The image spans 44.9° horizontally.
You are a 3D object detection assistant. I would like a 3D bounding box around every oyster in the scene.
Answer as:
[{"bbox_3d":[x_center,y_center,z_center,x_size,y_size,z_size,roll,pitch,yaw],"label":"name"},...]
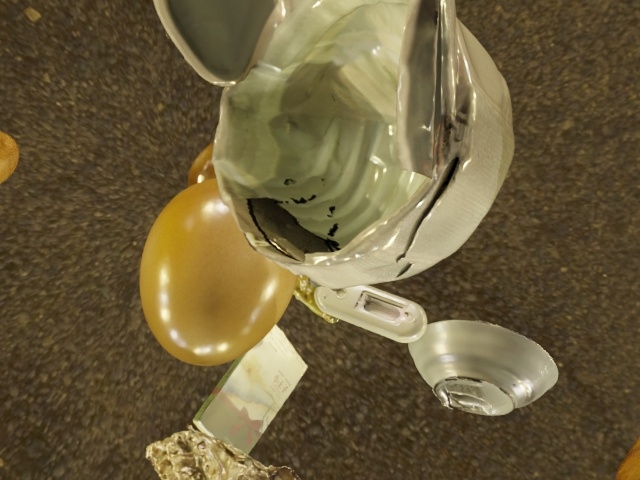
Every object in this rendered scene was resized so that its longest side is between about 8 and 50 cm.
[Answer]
[{"bbox_3d":[-0.082,0.227,0.721,0.177,0.105,0.056,26,62,4],"label":"oyster"}]

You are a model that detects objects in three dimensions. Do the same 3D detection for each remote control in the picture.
[{"bbox_3d":[0.091,0.123,1.434,0.222,0.042,0.078,20,66,19],"label":"remote control"}]

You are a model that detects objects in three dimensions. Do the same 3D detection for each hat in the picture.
[{"bbox_3d":[0.021,-0.107,0.446,0.161,0.232,0.274,-26,128,-34],"label":"hat"}]

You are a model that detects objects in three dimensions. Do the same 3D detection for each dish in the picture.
[{"bbox_3d":[0.330,0.289,1.623,0.317,0.316,0.106,25,57,-9],"label":"dish"}]

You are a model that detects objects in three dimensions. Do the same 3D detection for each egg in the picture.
[{"bbox_3d":[-0.162,0.048,1.248,0.250,0.250,0.322,18,57,-9],"label":"egg"}]

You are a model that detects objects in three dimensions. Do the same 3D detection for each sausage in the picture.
[{"bbox_3d":[-0.614,-0.136,1.383,0.112,0.328,0.112,-2,103,-11],"label":"sausage"}]

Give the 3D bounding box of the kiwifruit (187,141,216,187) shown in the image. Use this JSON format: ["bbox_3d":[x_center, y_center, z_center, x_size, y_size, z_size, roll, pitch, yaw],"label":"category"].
[{"bbox_3d":[-0.159,-0.117,1.551,0.196,0.234,0.195,7,117,15],"label":"kiwifruit"}]

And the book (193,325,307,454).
[{"bbox_3d":[-0.152,0.340,1.737,0.289,0.026,0.201,-55,133,-27],"label":"book"}]

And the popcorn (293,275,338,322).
[{"bbox_3d":[0.007,0.007,1.932,0.326,0.290,0.321,-25,104,29],"label":"popcorn"}]

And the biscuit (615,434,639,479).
[{"bbox_3d":[0.276,0.121,0.502,0.220,0.220,0.066,-43,78,-5],"label":"biscuit"}]
